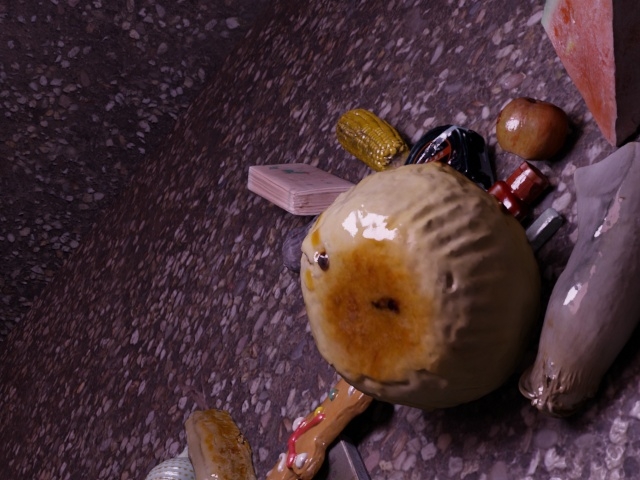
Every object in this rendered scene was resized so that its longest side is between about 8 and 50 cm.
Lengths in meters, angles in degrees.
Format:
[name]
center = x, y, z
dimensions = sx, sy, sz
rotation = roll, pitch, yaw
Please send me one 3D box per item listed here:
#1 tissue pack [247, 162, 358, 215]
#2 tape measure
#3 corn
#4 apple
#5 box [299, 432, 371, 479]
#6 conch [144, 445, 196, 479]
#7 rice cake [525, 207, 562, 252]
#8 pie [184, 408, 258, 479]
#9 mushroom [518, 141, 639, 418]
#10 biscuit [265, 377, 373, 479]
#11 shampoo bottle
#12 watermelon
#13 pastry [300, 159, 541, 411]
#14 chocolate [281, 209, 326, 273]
[tissue pack]
center = -0.043, -0.121, 2.269
dimensions = 0.325, 0.170, 0.071
rotation = -149, 58, -63
[tape measure]
center = 0.240, -0.131, 1.859
dimensions = 0.182, 0.107, 0.181
rotation = -33, 38, 39
[corn]
center = 0.116, -0.224, 2.172
dimensions = 0.115, 0.115, 0.318
rotation = -55, 27, 5
[apple]
center = 0.371, -0.194, 1.697
dimensions = 0.126, 0.126, 0.102
rotation = -133, 53, -63
[box]
center = 0.028, 0.484, 1.619
dimensions = 0.180, 0.047, 0.325
rotation = -51, 27, 12
[conch]
center = -0.293, 0.523, 2.040
dimensions = 0.200, 0.131, 0.172
rotation = -28, -24, -51
[rice cake]
center = 0.337, 0.016, 1.621
dimensions = 0.171, 0.029, 0.033
rotation = -48, 32, 17
[pie]
center = -0.205, 0.444, 1.995
dimensions = 0.282, 0.128, 0.068
rotation = -128, 43, -61
[mushroom]
center = 0.392, 0.059, 1.378
dimensions = 0.177, 0.126, 0.397
rotation = -24, 42, 63
[biscuit]
center = -0.014, 0.353, 1.766
dimensions = 0.340, 0.047, 0.216
rotation = -51, 7, 13
[shampoo bottle]
center = 0.289, -0.028, 1.708
dimensions = 0.260, 0.064, 0.102
rotation = -48, 28, 19
[watermelon]
center = 0.457, -0.334, 1.551
dimensions = 0.283, 0.250, 0.293
rotation = -10, 51, 59
[pastry]
center = 0.164, 0.066, 1.521
dimensions = 0.388, 0.312, 0.389
rotation = 13, 109, 42
[chocolate]
center = 0.000, 0.000, 2.132
dimensions = 0.248, 0.110, 0.110
rotation = -24, 42, 48
